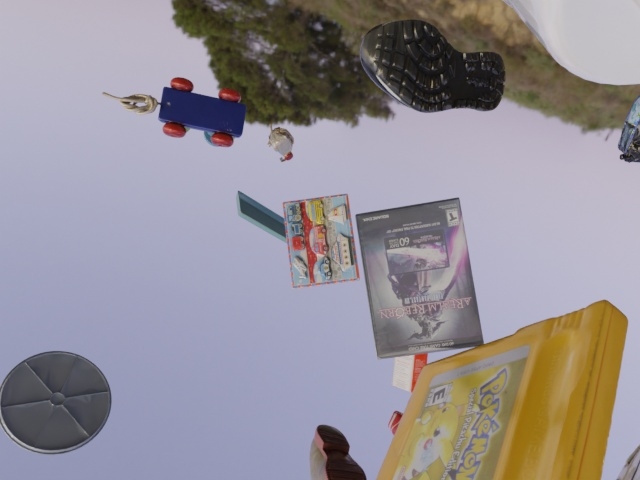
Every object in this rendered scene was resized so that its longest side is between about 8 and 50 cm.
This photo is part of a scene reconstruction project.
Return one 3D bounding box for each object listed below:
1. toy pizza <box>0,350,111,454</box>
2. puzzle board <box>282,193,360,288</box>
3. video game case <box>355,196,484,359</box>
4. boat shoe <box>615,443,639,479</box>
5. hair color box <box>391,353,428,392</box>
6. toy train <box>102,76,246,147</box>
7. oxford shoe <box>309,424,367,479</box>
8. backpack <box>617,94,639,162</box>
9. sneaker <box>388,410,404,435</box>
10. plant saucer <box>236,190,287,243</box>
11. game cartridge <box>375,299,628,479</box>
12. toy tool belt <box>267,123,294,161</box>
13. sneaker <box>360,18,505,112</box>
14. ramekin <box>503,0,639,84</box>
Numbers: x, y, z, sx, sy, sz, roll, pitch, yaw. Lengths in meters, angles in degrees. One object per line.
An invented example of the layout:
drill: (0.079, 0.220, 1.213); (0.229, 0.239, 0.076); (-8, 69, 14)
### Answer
toy pizza: (-0.501, 0.306, 1.112); (0.201, 0.032, 0.201); (20, -133, -23)
puzzle board: (0.000, 0.000, 0.839); (0.097, 0.128, 0.011); (-8, 170, 3)
video game case: (0.181, 0.070, 1.088); (0.196, 0.274, 0.026); (-9, 172, 8)
boat shoe: (0.392, 0.341, 0.710); (0.095, 0.258, 0.084); (34, 168, 21)
hair color box: (0.206, 0.268, 1.341); (0.043, 0.141, 0.072); (7, 179, -32)
toy train: (-0.272, -0.238, 1.105); (0.248, 0.105, 0.143); (9, 176, -14)
oxford shoe: (0.042, 0.672, 1.652); (0.123, 0.130, 0.348); (19, -167, -14)
backpack: (0.548, -0.189, 0.952); (0.105, 0.114, 0.084); (7, -146, 3)
sneaker: (0.208, 0.402, 1.327); (0.118, 0.042, 0.067); (-25, -159, -15)
plant saucer: (-0.106, -0.038, 1.248); (0.192, 0.018, 0.067); (32, -149, -40)
game cartridge: (0.182, 0.227, 0.671); (0.053, 0.324, 0.285); (37, -126, -7)
toy tool belt: (-0.082, -0.202, 1.197); (0.052, 0.083, 0.051); (-32, -112, -1)
sneaker: (0.131, -0.226, 0.812); (0.283, 0.107, 0.124); (0, -169, -45)
ramekin: (0.258, -0.247, 0.422); (0.277, 0.277, 0.135); (1, -125, -21)
